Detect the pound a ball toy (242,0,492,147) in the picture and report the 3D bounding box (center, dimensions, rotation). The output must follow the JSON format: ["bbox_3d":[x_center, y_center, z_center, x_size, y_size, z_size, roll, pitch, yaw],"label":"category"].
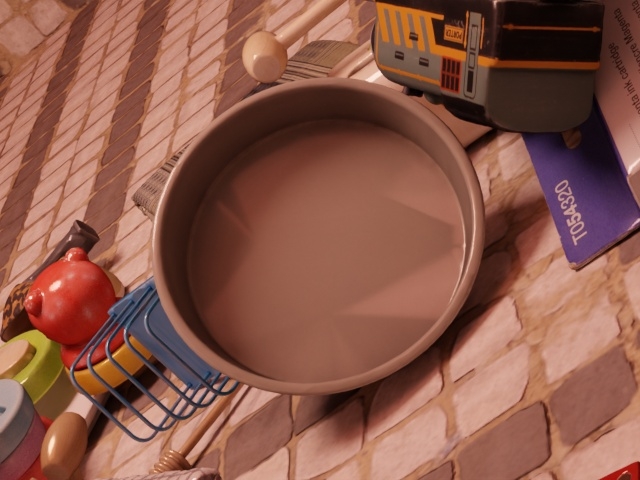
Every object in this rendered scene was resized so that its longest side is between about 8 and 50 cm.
[{"bbox_3d":[0.098,-0.184,1.655,0.319,0.208,0.136,-34,23,22],"label":"pound a ball toy"}]

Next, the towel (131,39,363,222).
[{"bbox_3d":[-0.070,-0.112,1.947,0.312,0.056,0.324,-41,16,-5],"label":"towel"}]

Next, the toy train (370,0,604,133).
[{"bbox_3d":[0.128,-0.200,1.443,0.334,0.142,0.190,-152,64,-65],"label":"toy train"}]

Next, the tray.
[{"bbox_3d":[-0.292,0.220,1.843,0.145,0.030,0.270,-28,26,38],"label":"tray"}]

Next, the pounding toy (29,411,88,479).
[{"bbox_3d":[-0.282,0.281,1.473,0.269,0.155,0.154,-53,11,31],"label":"pounding toy"}]

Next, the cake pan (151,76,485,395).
[{"bbox_3d":[0.000,0.000,1.475,0.293,0.054,0.293,-4,68,11],"label":"cake pan"}]

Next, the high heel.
[{"bbox_3d":[-0.329,0.098,2.090,0.186,0.093,0.261,-52,22,11],"label":"high heel"}]

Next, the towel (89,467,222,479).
[{"bbox_3d":[-0.171,0.321,1.323,0.235,0.121,0.284,-17,35,52],"label":"towel"}]

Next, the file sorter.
[{"bbox_3d":[-0.145,0.106,1.619,0.170,0.118,0.104,-34,15,50],"label":"file sorter"}]

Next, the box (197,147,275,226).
[{"bbox_3d":[-0.048,-0.005,1.631,0.091,0.170,0.130,-46,20,-8],"label":"box"}]

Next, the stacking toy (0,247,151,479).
[{"bbox_3d":[-0.351,0.154,1.824,0.279,0.130,0.309,-9,38,45],"label":"stacking toy"}]

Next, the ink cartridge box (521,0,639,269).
[{"bbox_3d":[0.281,-0.186,1.392,0.330,0.071,0.324,-36,41,21],"label":"ink cartridge box"}]

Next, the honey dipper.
[{"bbox_3d":[-0.109,0.172,1.605,0.161,0.030,0.030,-52,23,-25],"label":"honey dipper"}]

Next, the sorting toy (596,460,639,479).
[{"bbox_3d":[0.257,0.148,0.969,0.274,0.046,0.132,-33,24,26],"label":"sorting toy"}]
